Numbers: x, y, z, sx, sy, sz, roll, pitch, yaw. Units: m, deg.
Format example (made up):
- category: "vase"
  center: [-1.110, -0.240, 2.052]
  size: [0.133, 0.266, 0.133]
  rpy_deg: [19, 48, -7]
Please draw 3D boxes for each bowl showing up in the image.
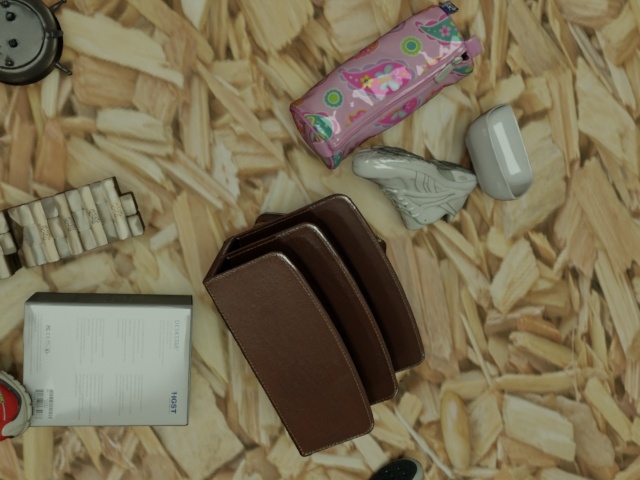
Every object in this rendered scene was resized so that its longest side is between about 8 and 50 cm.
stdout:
- category: "bowl"
  center: [0.271, -0.132, 1.188]
  size: [0.053, 0.142, 0.142]
  rpy_deg: [-16, 98, 32]

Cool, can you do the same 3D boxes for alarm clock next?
- category: "alarm clock"
  center: [-0.447, -0.281, 1.072]
  size: [0.191, 0.064, 0.130]
  rpy_deg: [-4, 97, -7]

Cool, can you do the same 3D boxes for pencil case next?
- category: "pencil case"
  center: [0.094, -0.227, 1.141]
  size: [0.284, 0.124, 0.124]
  rpy_deg: [-34, 101, -4]

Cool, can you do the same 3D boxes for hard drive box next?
- category: "hard drive box"
  center: [-0.305, 0.172, 1.129]
  size: [0.232, 0.089, 0.181]
  rpy_deg: [3, 96, -10]

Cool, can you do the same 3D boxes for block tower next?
- category: "block tower"
  center: [-0.423, -0.003, 1.089]
  size: [0.335, 0.097, 0.091]
  rpy_deg: [-18, 99, -10]

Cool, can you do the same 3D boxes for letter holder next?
- category: "letter holder"
  center: [0.010, 0.115, 1.097]
  size: [0.214, 0.152, 0.302]
  rpy_deg: [-22, 108, 14]

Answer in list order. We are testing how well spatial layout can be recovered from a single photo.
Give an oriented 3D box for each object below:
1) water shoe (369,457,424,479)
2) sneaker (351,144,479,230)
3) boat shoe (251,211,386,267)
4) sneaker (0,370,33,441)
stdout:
- category: "water shoe"
  center: [0.102, 0.439, 1.250]
  size: [0.203, 0.073, 0.080]
  rpy_deg: [-49, 123, 2]
- category: "sneaker"
  center: [0.138, -0.071, 1.157]
  size: [0.232, 0.090, 0.115]
  rpy_deg: [10, 105, -34]
- category: "boat shoe"
  center: [0.000, 0.000, 1.179]
  size: [0.206, 0.073, 0.073]
  rpy_deg: [21, 55, -3]
- category: "sneaker"
  center: [-0.523, 0.189, 1.044]
  size: [0.278, 0.118, 0.107]
  rpy_deg: [21, 100, 16]
